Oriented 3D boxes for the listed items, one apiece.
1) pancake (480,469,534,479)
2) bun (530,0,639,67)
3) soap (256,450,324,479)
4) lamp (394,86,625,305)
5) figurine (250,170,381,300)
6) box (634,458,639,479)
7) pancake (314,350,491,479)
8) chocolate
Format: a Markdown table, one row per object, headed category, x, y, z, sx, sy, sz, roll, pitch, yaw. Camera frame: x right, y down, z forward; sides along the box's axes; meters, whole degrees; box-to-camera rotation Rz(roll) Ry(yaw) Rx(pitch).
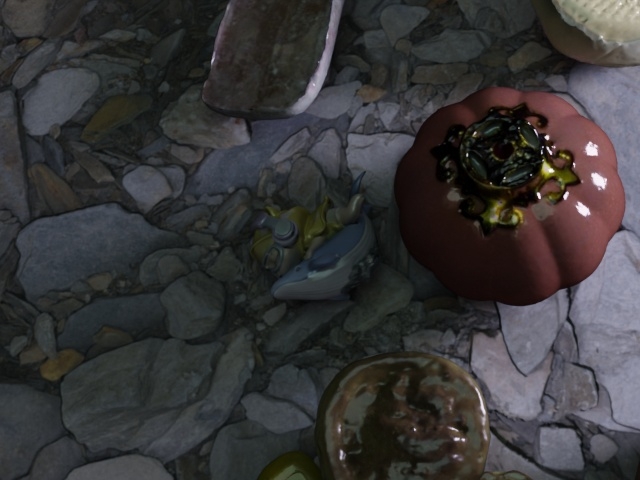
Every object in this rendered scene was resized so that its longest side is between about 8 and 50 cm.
| category | x | y | z | sx | sy | sz | roll | pitch | yaw |
| --- | --- | --- | --- | --- | --- | --- | --- | --- | --- |
| pancake | 0.234 | 0.398 | 1.656 | 0.212 | 0.029 | 0.235 | -20 | 66 | 0 |
| bun | 0.417 | -0.373 | 1.893 | 0.287 | 0.146 | 0.287 | 1 | 73 | -5 |
| soap | -0.021 | 0.339 | 1.713 | 0.089 | 0.045 | 0.140 | -39 | 68 | -5 |
| lamp | 0.245 | -0.067 | 1.736 | 0.306 | 0.239 | 0.305 | -4 | 67 | 9 |
| figurine | 0.000 | 0.000 | 1.816 | 0.184 | 0.128 | 0.208 | 28 | 66 | 22 |
| box | 0.502 | 0.254 | 1.539 | 0.216 | 0.301 | 0.301 | 19 | 71 | 24 |
| pancake | 0.100 | 0.248 | 1.692 | 0.242 | 0.050 | 0.241 | -2 | 70 | 5 |
| chocolate | -0.052 | -0.304 | 1.963 | 0.185 | 0.100 | 0.303 | 7 | 66 | 23 |
